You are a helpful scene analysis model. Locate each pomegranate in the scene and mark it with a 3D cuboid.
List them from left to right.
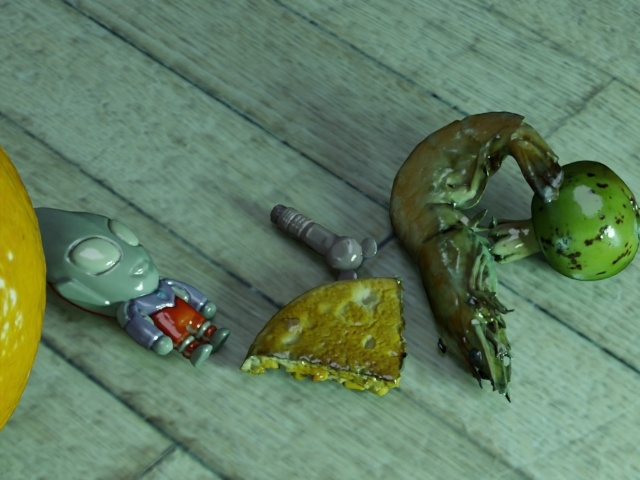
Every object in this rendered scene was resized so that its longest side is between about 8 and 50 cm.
[{"bbox_3d":[0.223,-0.012,1.587,0.142,0.114,0.114,-15,42,15],"label":"pomegranate"}]

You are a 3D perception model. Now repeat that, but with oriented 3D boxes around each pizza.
[{"bbox_3d":[0.024,0.088,1.487,0.131,0.041,0.178,32,48,25],"label":"pizza"}]

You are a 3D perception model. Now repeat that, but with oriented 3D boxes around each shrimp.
[{"bbox_3d":[0.155,0.001,1.540,0.058,0.169,0.296,33,28,-45],"label":"shrimp"}]

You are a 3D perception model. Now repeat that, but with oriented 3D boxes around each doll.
[{"bbox_3d":[-0.182,0.030,1.489,0.227,0.075,0.102,37,32,11],"label":"doll"}]

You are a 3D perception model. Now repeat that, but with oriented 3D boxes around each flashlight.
[{"bbox_3d":[0.000,0.000,1.580,0.110,0.031,0.052,32,85,28],"label":"flashlight"}]

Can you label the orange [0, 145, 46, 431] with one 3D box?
[{"bbox_3d":[-0.393,0.061,1.208,0.424,0.326,0.424,-16,20,6],"label":"orange"}]
